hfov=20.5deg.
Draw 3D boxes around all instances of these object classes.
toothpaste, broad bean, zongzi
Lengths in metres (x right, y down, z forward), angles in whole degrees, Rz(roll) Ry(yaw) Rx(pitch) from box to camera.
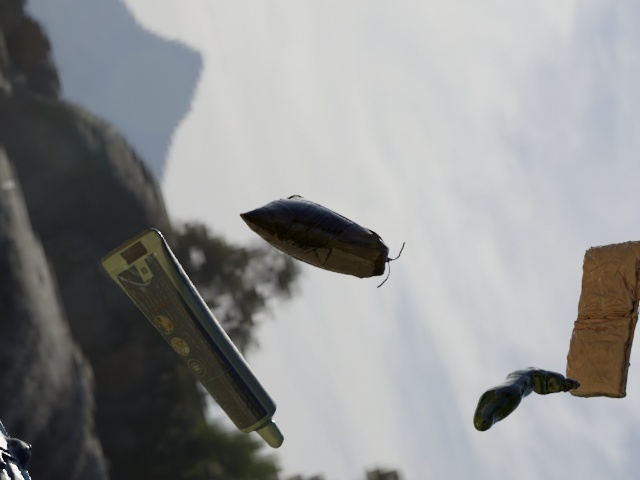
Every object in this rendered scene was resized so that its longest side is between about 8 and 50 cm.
[{"bbox_3d":[-0.088,0.079,1.336,0.197,0.057,0.035,54,26,-11],"label":"toothpaste"},{"bbox_3d":[0.245,0.190,2.220,0.061,0.195,0.046,26,-61,40],"label":"broad bean"},{"bbox_3d":[0.000,0.000,2.412,0.084,0.187,0.184,-69,162,7],"label":"zongzi"}]

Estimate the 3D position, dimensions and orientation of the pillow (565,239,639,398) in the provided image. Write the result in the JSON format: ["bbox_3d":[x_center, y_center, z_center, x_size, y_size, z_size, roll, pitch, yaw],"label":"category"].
[{"bbox_3d":[0.411,0.113,2.558,0.126,0.043,0.233,-3,-107,53],"label":"pillow"}]

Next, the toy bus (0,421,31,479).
[{"bbox_3d":[-0.342,0.176,1.624,0.091,0.109,0.262,30,12,-39],"label":"toy bus"}]
